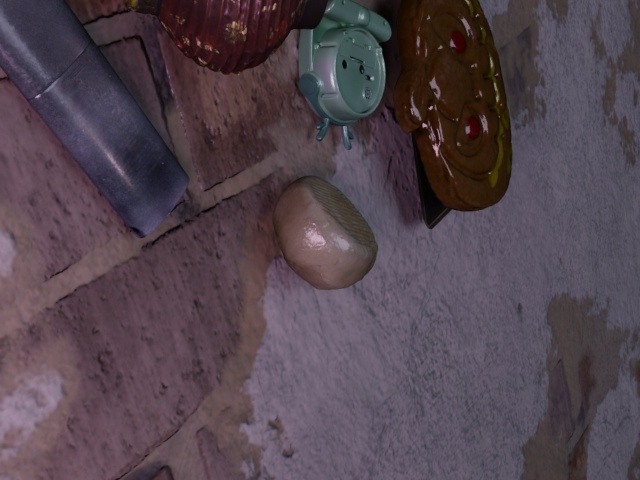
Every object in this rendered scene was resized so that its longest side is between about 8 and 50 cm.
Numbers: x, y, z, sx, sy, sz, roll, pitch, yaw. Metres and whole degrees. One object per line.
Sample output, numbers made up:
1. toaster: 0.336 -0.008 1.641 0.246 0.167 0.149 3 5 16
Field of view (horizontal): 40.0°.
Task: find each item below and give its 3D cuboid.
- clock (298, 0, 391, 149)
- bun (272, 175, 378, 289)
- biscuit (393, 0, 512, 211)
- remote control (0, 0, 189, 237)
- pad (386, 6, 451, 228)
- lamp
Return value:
1. clock: 0.036 -0.243 1.304 0.159 0.066 0.211 5 89 -51
2. bun: 0.000 0.000 1.230 0.173 0.113 0.167 39 21 -34
3. biscuit: 0.228 -0.241 1.439 0.350 0.070 0.394 -29 107 -54
4. remote control: -0.267 -0.168 0.939 0.377 0.044 0.107 58 45 -37
5. pad: 0.205 -0.212 1.474 0.315 0.063 0.375 -37 121 -57
6. lamp: -0.111 -0.308 0.991 0.247 0.247 0.247 -4 95 -52
